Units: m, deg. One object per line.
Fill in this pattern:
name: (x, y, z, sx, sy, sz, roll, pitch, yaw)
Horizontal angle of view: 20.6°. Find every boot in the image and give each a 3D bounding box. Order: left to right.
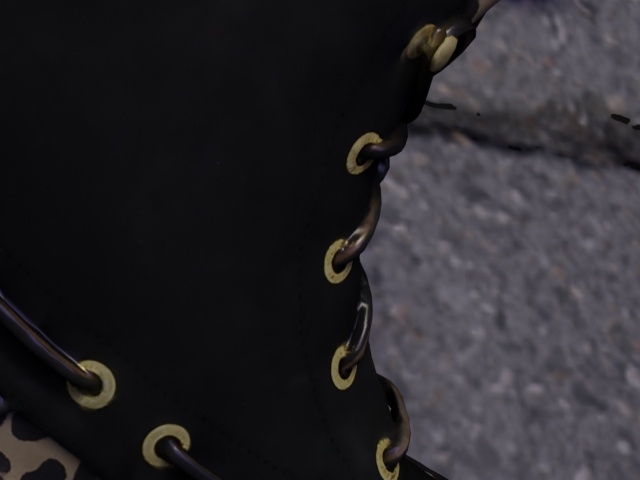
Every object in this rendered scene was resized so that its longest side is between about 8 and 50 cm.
boot: (0.000, 0.000, 0.608, 0.377, 0.138, 0.284, 26, 101, -17)
